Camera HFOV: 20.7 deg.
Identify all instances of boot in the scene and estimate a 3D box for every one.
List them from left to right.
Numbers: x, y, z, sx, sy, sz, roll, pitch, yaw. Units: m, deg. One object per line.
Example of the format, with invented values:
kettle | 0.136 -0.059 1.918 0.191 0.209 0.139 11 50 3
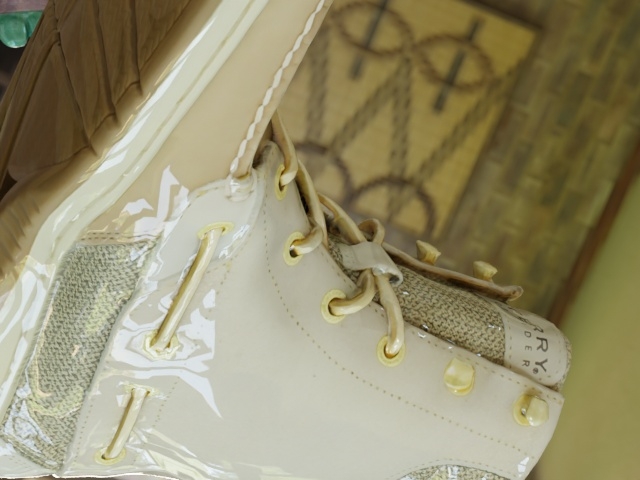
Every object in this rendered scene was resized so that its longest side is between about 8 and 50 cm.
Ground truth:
boot | 0.000 0.000 0.549 0.262 0.203 0.095 -56 -151 35

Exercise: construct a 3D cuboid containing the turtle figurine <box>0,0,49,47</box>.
turtle figurine | -0.186 -0.212 0.907 0.118 0.175 0.234 -72 176 -46
